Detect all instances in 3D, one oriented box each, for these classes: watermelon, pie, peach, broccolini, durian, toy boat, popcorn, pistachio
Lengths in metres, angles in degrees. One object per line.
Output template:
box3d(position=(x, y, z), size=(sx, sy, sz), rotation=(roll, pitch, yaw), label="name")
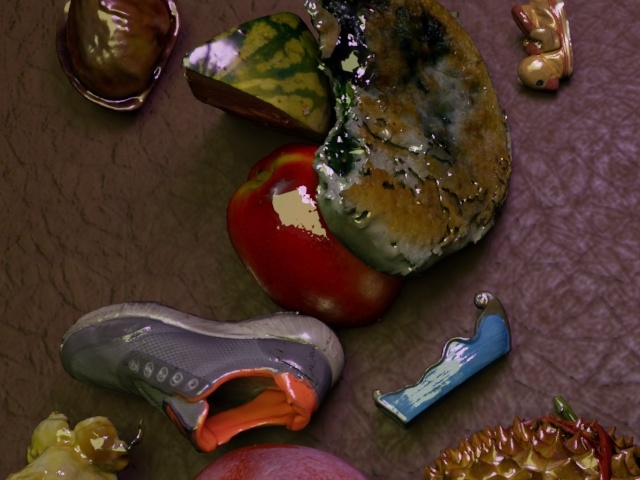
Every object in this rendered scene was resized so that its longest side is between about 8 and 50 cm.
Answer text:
box3d(position=(-0.052, -0.201, 1.616), size=(0.159, 0.303, 0.128), rotation=(17, 89, 6), label="watermelon")
box3d(position=(0.101, -0.134, 1.574), size=(0.078, 0.297, 0.371), rotation=(-23, 66, 47), label="pie")
box3d(position=(0.000, 0.000, 1.629), size=(0.196, 0.226, 0.190), rotation=(-25, 26, 41), label="peach")
box3d(position=(0.325, 0.239, 1.510), size=(0.194, 0.054, 0.052), rotation=(33, 102, 24), label="broccolini")
box3d(position=(0.223, 0.340, 1.333), size=(0.348, 0.384, 0.347), rotation=(-20, 39, 18), label="durian")
box3d(position=(0.138, 0.135, 1.573), size=(0.185, 0.075, 0.077), rotation=(-36, 75, -1), label="toy boat")
box3d(position=(-0.284, 0.307, 1.596), size=(0.168, 0.173, 0.195), rotation=(39, 52, -14), label="popcorn")
box3d(position=(-0.263, -0.266, 1.786), size=(0.165, 0.130, 0.210), rotation=(-7, 79, 10), label="pistachio")

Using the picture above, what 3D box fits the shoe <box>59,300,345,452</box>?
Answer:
box3d(position=(-0.147, 0.171, 1.575), size=(0.337, 0.132, 0.171), rotation=(1, 37, 11), label="shoe")

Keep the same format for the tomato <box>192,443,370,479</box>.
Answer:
box3d(position=(-0.033, 0.351, 1.466), size=(0.270, 0.227, 0.270), rotation=(-19, 63, 42), label="tomato")

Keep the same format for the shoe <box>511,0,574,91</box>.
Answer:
box3d(position=(0.266, -0.237, 1.666), size=(0.069, 0.072, 0.109), rotation=(-4, 111, 2), label="shoe")
